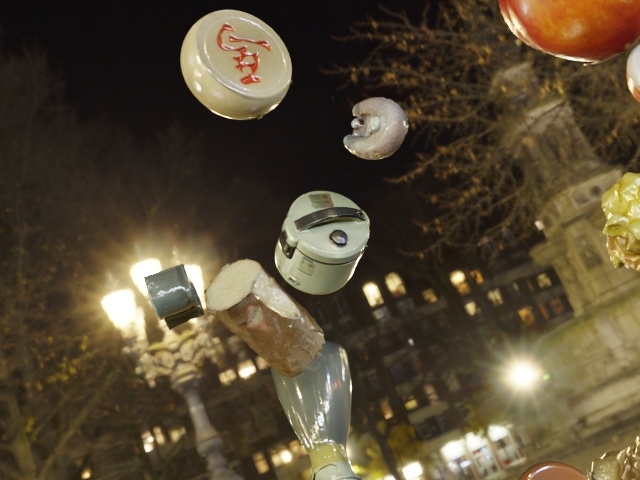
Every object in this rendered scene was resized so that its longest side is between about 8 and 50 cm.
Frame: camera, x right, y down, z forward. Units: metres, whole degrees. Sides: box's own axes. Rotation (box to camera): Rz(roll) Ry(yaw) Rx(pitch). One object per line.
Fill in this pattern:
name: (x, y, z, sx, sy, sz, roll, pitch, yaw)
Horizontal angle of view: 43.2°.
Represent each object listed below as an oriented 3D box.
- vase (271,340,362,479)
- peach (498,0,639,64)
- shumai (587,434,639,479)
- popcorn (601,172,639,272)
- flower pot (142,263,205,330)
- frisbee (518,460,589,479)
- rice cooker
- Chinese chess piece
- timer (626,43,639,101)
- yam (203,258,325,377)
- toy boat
vase: (0.001, 0.389, 1.717, 0.173, 0.321, 0.173, -9, -35, -6)
peach: (0.581, -0.558, 1.798, 0.370, 0.370, 0.370, -22, -18, -7)
shumai: (0.495, 0.356, 1.235, 0.175, 0.166, 0.206, -4, -38, 33)
popcorn: (0.788, -0.036, 1.917, 0.252, 0.286, 0.215, -41, 25, -5)
flower pot: (-0.369, 0.148, 2.069, 0.108, 0.103, 0.229, -20, -19, -5)
frisbee: (0.557, 0.634, 1.867, 0.251, 0.251, 0.021, -15, -19, -25)
rice cooker: (0.000, 0.000, 2.042, 0.226, 0.226, 0.244, -15, -27, -25)
Chinese chess piece: (-0.195, -0.414, 1.905, 0.273, 0.273, 0.102, -10, -17, -36)
timer: (0.727, -0.361, 1.793, 0.099, 0.136, 0.136, 1, -15, 11)
yam: (-0.096, 0.149, 1.491, 0.129, 0.238, 0.128, -51, 31, -18)
toy boat: (0.121, -0.277, 1.968, 0.085, 0.155, 0.227, 17, 2, -31)
